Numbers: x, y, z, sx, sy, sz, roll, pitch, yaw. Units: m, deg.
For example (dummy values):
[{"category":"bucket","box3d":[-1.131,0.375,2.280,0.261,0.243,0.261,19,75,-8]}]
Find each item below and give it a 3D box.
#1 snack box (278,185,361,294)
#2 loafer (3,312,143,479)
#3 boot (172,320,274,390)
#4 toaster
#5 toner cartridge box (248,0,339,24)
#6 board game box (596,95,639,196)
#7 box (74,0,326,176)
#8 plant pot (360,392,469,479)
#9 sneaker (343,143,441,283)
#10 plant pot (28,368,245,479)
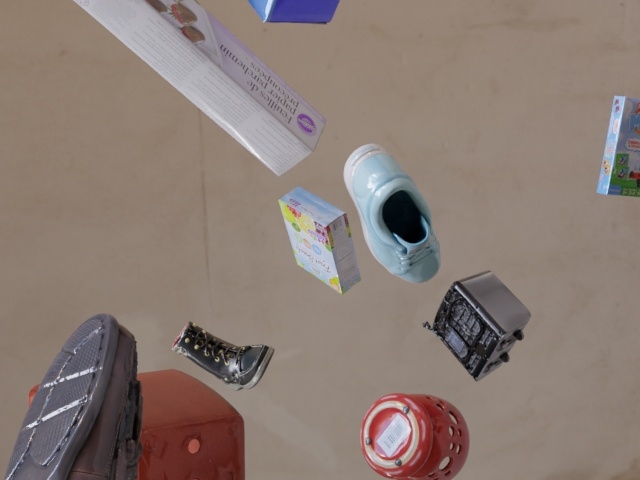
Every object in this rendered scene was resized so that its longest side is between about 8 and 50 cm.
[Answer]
[{"category":"snack box","box3d":[0.000,0.000,1.787,0.174,0.070,0.207,31,148,43]},{"category":"loafer","box3d":[-0.194,0.206,0.617,0.109,0.095,0.303,-24,43,34]},{"category":"boot","box3d":[-0.210,0.237,1.632,0.236,0.178,0.085,-37,22,59]},{"category":"toaster","box3d":[0.326,0.171,1.609,0.186,0.110,0.168,50,142,31]},{"category":"toner cartridge box","box3d":[0.001,-0.364,0.610,0.165,0.075,0.348,56,139,29]},{"category":"board game box","box3d":[0.698,-0.202,1.697,0.039,0.160,0.212,-151,65,-66]},{"category":"box","box3d":[-0.134,-0.201,0.828,0.067,0.324,0.063,-33,27,40]},{"category":"plant pot","box3d":[0.187,0.407,1.603,0.191,0.174,0.191,-17,62,34]},{"category":"sneaker","box3d":[0.154,-0.009,1.446,0.366,0.135,0.150,52,-175,-44]},{"category":"plant pot","box3d":[-0.251,0.344,1.141,0.235,0.267,0.268,-3,86,45]}]
